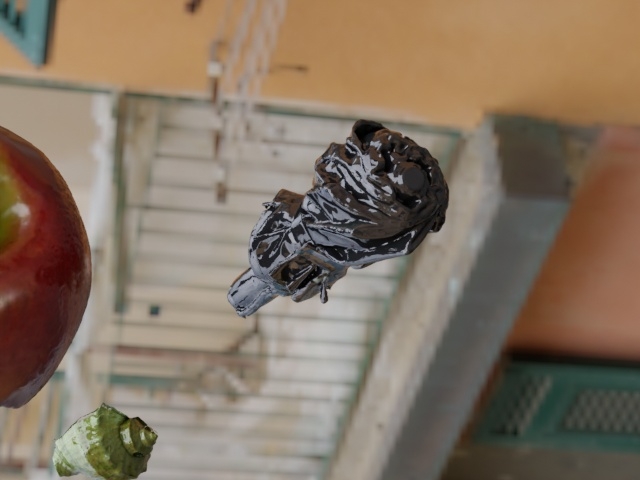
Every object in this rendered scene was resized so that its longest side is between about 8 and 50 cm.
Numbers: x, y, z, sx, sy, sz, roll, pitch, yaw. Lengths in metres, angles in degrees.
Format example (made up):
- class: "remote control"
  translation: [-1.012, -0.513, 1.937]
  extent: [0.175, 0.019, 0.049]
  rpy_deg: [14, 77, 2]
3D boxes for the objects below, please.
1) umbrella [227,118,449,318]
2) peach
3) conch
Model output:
- class: "umbrella"
  translation: [0.000, 0.000, 1.596]
  extent: [0.340, 0.118, 0.118]
  rpy_deg: [140, 134, -59]
- class: "peach"
  translation: [-0.350, 0.034, 1.616]
  extent: [0.338, 0.281, 0.281]
  rpy_deg: [-30, 53, 47]
- class: "conch"
  translation: [-0.226, 0.214, 2.001]
  extent: [0.074, 0.121, 0.089]
  rpy_deg: [-64, -43, -69]
